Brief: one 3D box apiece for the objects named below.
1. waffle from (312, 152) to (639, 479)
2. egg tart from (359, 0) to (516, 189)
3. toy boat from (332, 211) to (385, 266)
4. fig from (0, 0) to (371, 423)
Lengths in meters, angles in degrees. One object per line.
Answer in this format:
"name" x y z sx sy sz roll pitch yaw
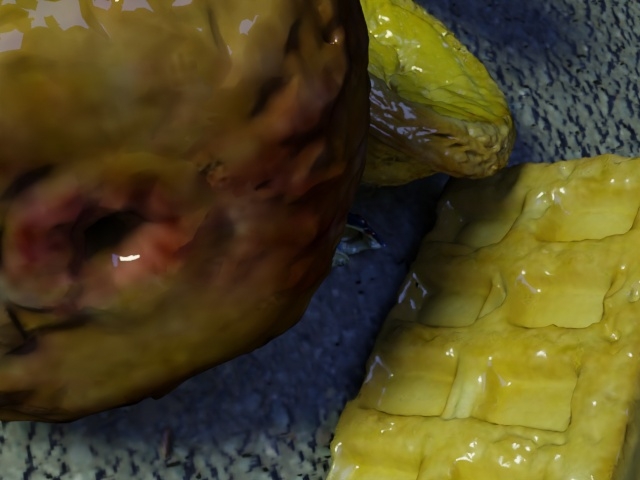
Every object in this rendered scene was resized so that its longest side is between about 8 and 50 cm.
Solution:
"waffle" 0.104 0.071 0.574 0.057 0.168 0.274 50 53 -35
"egg tart" 0.027 -0.092 0.626 0.191 0.074 0.191 27 28 -16
"toy boat" 0.000 0.000 0.628 0.083 0.038 0.038 0 71 -24
"fig" -0.142 -0.112 0.514 0.286 0.286 0.368 -6 49 -25
